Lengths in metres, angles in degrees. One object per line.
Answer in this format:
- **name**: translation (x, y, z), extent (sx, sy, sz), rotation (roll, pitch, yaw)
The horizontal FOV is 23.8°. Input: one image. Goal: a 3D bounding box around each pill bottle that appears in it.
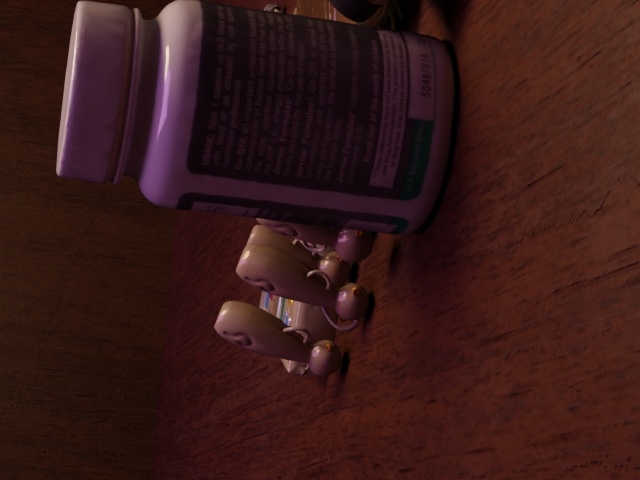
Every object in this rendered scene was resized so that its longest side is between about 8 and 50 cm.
- **pill bottle**: translation (-0.067, -0.124, 1.483), extent (0.204, 0.361, 0.204), rotation (-173, 90, -78)

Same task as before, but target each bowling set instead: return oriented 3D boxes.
- **bowling set**: translation (0.000, 0.000, 1.718), extent (0.287, 0.154, 0.200), rotation (115, 176, -54)

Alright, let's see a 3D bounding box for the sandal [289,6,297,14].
- **sandal**: translation (-0.050, -0.267, 2.280), extent (0.180, 0.049, 0.072), rotation (-62, 25, 23)

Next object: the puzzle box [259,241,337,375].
- **puzzle box**: translation (-0.009, -0.057, 1.932), extent (0.272, 0.052, 0.409), rotation (-135, 53, -75)

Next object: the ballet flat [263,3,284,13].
- **ballet flat**: translation (-0.079, -0.331, 2.464), extent (0.041, 0.041, 0.114), rotation (157, 119, -77)

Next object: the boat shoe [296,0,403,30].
- **boat shoe**: translation (0.039, -0.280, 1.743), extent (0.285, 0.089, 0.104), rotation (-149, 59, -75)

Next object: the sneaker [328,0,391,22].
- **sneaker**: translation (0.095, -0.319, 1.534), extent (0.145, 0.090, 0.270), rotation (-39, 11, 29)
